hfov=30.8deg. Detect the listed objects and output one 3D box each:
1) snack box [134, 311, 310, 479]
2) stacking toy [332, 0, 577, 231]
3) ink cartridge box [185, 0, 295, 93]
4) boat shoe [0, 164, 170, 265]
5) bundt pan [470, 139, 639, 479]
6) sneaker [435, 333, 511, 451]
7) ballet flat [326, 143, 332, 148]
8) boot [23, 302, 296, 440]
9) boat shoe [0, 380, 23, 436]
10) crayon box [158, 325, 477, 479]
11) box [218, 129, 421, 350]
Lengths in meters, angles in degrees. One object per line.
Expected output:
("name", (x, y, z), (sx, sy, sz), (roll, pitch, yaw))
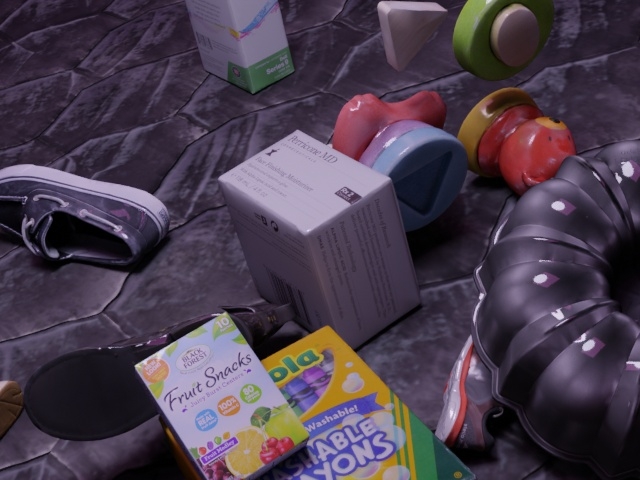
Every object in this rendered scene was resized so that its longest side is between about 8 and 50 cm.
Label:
("snack box", (-0.090, 0.150, 1.054), (0.100, 0.037, 0.141), (-30, 73, -19))
("stacking toy", (0.180, -0.145, 1.331), (0.309, 0.279, 0.130), (-16, 43, -28))
("ink cartridge box", (-0.136, -0.359, 1.823), (0.093, 0.212, 0.154), (-32, 38, -22))
("boat shoe", (-0.351, -0.022, 1.550), (0.301, 0.108, 0.102), (11, 41, 22))
("bundt pan", (0.300, 0.049, 1.047), (0.331, 0.124, 0.330), (-2, 67, 5))
("sneaker", (0.159, 0.154, 1.158), (0.065, 0.061, 0.158), (20, 43, 3))
("ballet flat", (0.038, -0.105, 1.532), (0.206, 0.067, 0.073), (-33, 38, -23))
("boot", (-0.158, 0.129, 1.223), (0.263, 0.091, 0.229), (-17, 0, 5))
("boat shoe", (-0.398, 0.215, 1.277), (0.059, 0.063, 0.170), (2, 29, 28))
("crayon box", (-0.018, 0.207, 1.115), (0.203, 0.083, 0.323), (-28, 36, -16))
("box", (0.000, 0.000, 1.305), (0.119, 0.182, 0.181), (-33, 38, -22))
